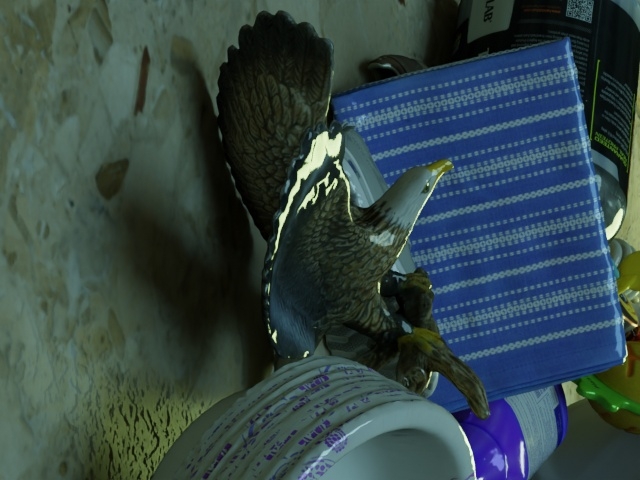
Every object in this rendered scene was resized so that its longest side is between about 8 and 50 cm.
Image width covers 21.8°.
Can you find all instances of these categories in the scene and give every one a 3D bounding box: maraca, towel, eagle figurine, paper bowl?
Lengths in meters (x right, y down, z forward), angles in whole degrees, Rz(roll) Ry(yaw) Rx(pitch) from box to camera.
[{"bbox_3d":[0.340,0.163,1.858,0.186,0.127,0.099,10,111,-37],"label":"maraca"},{"bbox_3d":[0.156,-0.006,1.604,0.040,0.243,0.336,-116,-167,-76],"label":"towel"},{"bbox_3d":[0.007,-0.009,1.328,0.298,0.226,0.225,44,63,-36],"label":"eagle figurine"},{"bbox_3d":[-0.026,0.221,1.232,0.284,0.148,0.284,-30,133,-38],"label":"paper bowl"}]

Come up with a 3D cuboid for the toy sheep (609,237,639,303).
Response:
[{"bbox_3d":[0.382,0.039,2.178,0.132,0.091,0.091,39,50,-31],"label":"toy sheep"}]

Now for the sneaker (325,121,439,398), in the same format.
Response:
[{"bbox_3d":[0.056,0.020,1.529,0.115,0.105,0.281,-51,130,-53],"label":"sneaker"}]

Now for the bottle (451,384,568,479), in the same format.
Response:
[{"bbox_3d":[0.176,0.211,1.744,0.283,0.092,0.118,-31,108,-60],"label":"bottle"}]

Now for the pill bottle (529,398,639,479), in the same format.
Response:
[{"bbox_3d":[0.385,0.376,1.998,0.363,0.210,0.210,67,33,-32],"label":"pill bottle"}]

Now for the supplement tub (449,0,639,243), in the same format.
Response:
[{"bbox_3d":[0.230,-0.118,1.777,0.207,0.207,0.338,49,44,-49],"label":"supplement tub"}]

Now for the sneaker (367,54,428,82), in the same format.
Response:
[{"bbox_3d":[0.073,-0.091,1.645,0.071,0.066,0.188,7,74,-45],"label":"sneaker"}]

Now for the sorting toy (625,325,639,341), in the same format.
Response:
[{"bbox_3d":[0.426,0.144,2.276,0.042,0.061,0.102,39,8,-18],"label":"sorting toy"}]

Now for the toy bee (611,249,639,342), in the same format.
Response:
[{"bbox_3d":[0.326,0.069,1.934,0.162,0.195,0.298,55,41,1],"label":"toy bee"}]
